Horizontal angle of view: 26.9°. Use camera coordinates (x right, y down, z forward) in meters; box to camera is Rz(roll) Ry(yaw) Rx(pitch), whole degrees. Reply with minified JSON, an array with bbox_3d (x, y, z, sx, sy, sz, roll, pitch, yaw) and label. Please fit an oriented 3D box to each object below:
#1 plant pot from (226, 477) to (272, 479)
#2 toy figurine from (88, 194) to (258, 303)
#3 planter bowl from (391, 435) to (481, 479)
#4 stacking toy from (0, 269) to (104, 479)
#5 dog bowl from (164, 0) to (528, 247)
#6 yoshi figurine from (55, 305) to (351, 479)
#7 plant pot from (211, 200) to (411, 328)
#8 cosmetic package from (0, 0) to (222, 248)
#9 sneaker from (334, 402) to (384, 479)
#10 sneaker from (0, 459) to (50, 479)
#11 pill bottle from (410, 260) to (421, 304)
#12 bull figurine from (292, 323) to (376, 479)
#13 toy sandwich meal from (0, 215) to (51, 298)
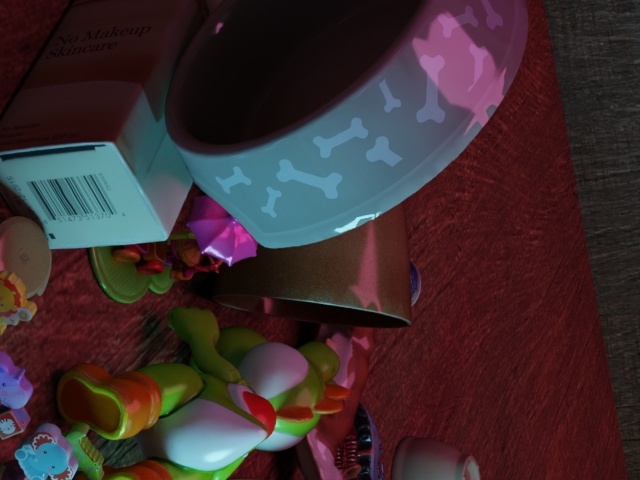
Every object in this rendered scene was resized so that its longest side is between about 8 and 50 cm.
[{"bbox_3d":[-0.016,0.445,1.503,0.275,0.274,0.294,16,86,-65],"label":"plant pot"},{"bbox_3d":[-0.131,0.003,1.409,0.173,0.159,0.130,39,50,-59],"label":"toy figurine"},{"bbox_3d":[0.191,0.390,2.117,0.162,0.109,0.162,-6,90,-66],"label":"planter bowl"},{"bbox_3d":[-0.250,0.153,1.145,0.221,0.052,0.167,63,14,-18],"label":"stacking toy"},{"bbox_3d":[0.008,-0.160,1.195,0.102,0.348,0.349,48,41,-34],"label":"dog bowl"},{"bbox_3d":[-0.131,0.177,1.425,0.203,0.203,0.362,49,33,20],"label":"yoshi figurine"},{"bbox_3d":[0.005,-0.037,1.591,0.237,0.237,0.254,27,68,-62],"label":"plant pot"},{"bbox_3d":[-0.191,-0.141,1.316,0.296,0.153,0.129,-73,149,-43],"label":"cosmetic package"},{"bbox_3d":[0.054,0.351,1.825,0.125,0.104,0.262,40,49,-61],"label":"sneaker"},{"bbox_3d":[-0.229,0.261,1.223,0.185,0.083,0.070,62,32,-42],"label":"sneaker"},{"bbox_3d":[0.077,0.054,1.949,0.169,0.094,0.094,20,66,-64],"label":"pill bottle"},{"bbox_3d":[0.006,0.189,1.739,0.188,0.101,0.310,77,19,-47],"label":"bull figurine"},{"bbox_3d":[-0.281,0.017,1.233,0.085,0.029,0.086,1,89,-56],"label":"toy sandwich meal"}]
